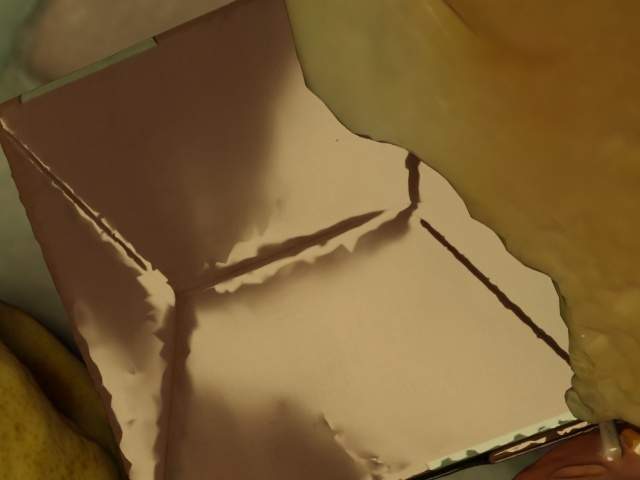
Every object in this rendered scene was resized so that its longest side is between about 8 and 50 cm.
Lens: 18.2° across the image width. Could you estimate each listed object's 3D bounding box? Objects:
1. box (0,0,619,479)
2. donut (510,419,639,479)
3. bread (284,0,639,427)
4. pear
[{"bbox_3d":[0.000,0.000,0.801,0.215,0.086,0.215,-21,86,16],"label":"box"},{"bbox_3d":[0.144,0.140,0.701,0.199,0.233,0.085,-113,31,-43],"label":"donut"},{"bbox_3d":[0.181,-0.086,0.622,0.424,0.245,0.329,32,82,14],"label":"bread"},{"bbox_3d":[-0.167,0.105,0.811,0.178,0.178,0.178,1,93,17],"label":"pear"}]
